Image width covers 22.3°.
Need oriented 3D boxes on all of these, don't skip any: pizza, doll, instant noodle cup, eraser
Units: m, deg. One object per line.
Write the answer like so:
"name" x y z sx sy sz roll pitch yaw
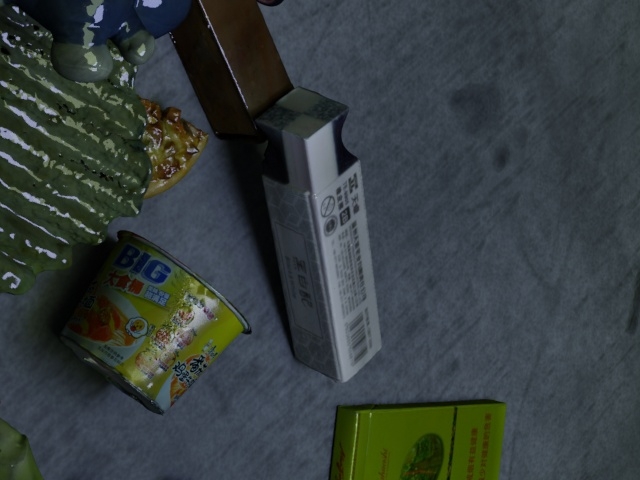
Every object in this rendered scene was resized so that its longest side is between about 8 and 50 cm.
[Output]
"pizza" -0.215 -0.115 1.993 0.175 0.046 0.134 -41 123 -31
"doll" -0.253 -0.289 1.819 0.154 0.228 0.258 -58 170 20
"instant noodle cup" -0.208 0.105 1.950 0.153 0.205 0.205 -52 128 -11
"eraser" 0.000 0.000 2.113 0.098 0.096 0.404 -40 137 -34

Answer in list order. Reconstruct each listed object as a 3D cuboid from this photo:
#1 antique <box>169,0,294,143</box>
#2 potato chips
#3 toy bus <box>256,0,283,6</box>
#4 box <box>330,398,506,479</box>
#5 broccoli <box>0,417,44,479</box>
"antique" -0.131 -0.273 2.013 0.087 0.093 0.310 -42 123 -30
"potato chips" -0.366 -0.109 1.817 0.389 0.097 0.373 3 96 -43
"toy bus" -0.042 -0.437 1.963 0.232 0.287 0.194 46 63 -20
"box" 0.147 0.334 2.413 0.335 0.047 0.187 3 95 -44
"broccoli" -0.306 0.374 1.892 0.254 0.186 0.302 12 95 -35
